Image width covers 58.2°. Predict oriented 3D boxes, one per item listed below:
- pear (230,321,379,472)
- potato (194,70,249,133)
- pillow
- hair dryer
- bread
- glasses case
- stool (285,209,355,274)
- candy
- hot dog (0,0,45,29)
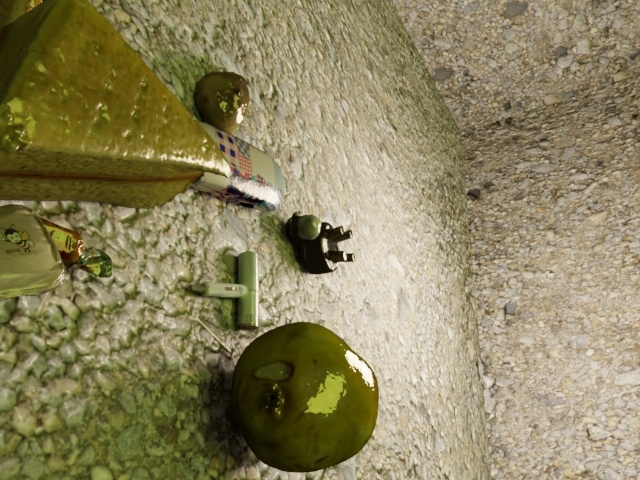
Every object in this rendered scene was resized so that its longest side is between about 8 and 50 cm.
[{"bbox_3d":[-0.025,0.277,1.030,0.321,0.269,0.269,10,67,-74],"label":"pear"},{"bbox_3d":[-0.193,-0.313,1.190,0.100,0.089,0.172,36,47,-47],"label":"potato"},{"bbox_3d":[-0.399,0.026,0.629,0.131,0.038,0.232,54,35,10],"label":"pillow"},{"bbox_3d":[-0.180,0.076,1.073,0.183,0.044,0.155,30,48,-50],"label":"hair dryer"},{"bbox_3d":[-0.286,-0.089,0.744,0.361,0.233,0.245,43,41,-47],"label":"bread"},{"bbox_3d":[-0.175,-0.143,1.150,0.327,0.076,0.125,18,63,-59],"label":"glasses case"},{"bbox_3d":[0.000,0.000,1.368,0.217,0.121,0.125,54,35,-44],"label":"stool"},{"bbox_3d":[-0.360,0.003,0.762,0.182,0.046,0.053,32,64,-41],"label":"candy"},{"bbox_3d":[-0.425,-0.395,0.815,0.084,0.073,0.242,-13,88,-68],"label":"hot dog"}]
